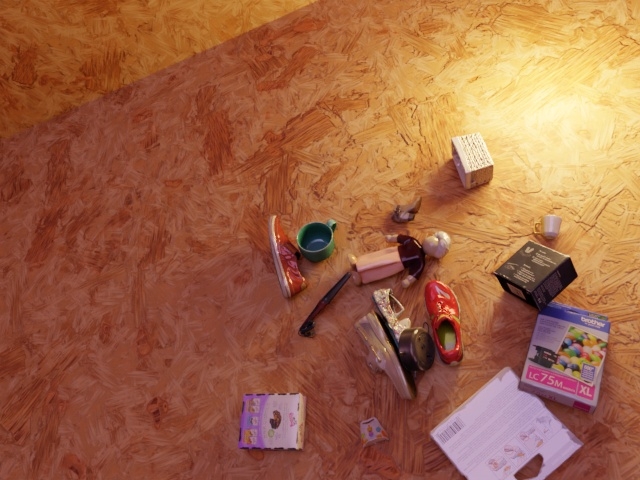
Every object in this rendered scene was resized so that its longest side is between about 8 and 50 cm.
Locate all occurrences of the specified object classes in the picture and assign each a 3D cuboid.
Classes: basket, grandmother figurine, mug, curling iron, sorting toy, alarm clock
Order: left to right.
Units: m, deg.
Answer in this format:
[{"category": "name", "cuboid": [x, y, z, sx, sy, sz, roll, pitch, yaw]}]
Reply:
[{"category": "mug", "cuboid": [-0.002, 0.008, 1.736, 0.157, 0.097, 0.129, -17, 56, -3]}, {"category": "curling iron", "cuboid": [0.020, 0.218, 1.629, 0.274, 0.035, 0.068, -53, 49, 2]}, {"category": "sorting toy", "cuboid": [0.150, 0.565, 1.432, 0.083, 0.045, 0.075, -24, 39, 5]}, {"category": "grandmother figurine", "cuboid": [0.272, 0.060, 1.620, 0.342, 0.104, 0.208, -20, 67, 11]}, {"category": "alarm clock", "cuboid": [0.301, 0.315, 1.459, 0.064, 0.129, 0.192, -19, 21, 37]}, {"category": "basket", "cuboid": [0.535, -0.284, 1.701, 0.103, 0.113, 0.167, -16, 60, 8]}, {"category": "mug", "cuboid": [0.731, -0.038, 1.543, 0.062, 0.078, 0.064, 14, 75, -10]}]

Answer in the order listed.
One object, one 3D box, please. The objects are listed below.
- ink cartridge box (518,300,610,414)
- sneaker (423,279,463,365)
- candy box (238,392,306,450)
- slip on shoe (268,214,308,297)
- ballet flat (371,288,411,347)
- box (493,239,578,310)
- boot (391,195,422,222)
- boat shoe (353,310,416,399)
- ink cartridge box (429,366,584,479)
[{"category": "ink cartridge box", "cuboid": [0.681, 0.297, 1.335, 0.186, 0.065, 0.311, 15, 54, 25]}, {"category": "sneaker", "cuboid": [0.382, 0.238, 1.472, 0.107, 0.118, 0.279, -15, 60, 11]}, {"category": "candy box", "cuboid": [-0.148, 0.568, 1.510, 0.196, 0.070, 0.165, -6, 61, 17]}, {"category": "slip on shoe", "cuboid": [-0.125, 0.051, 1.758, 0.101, 0.123, 0.331, -15, 61, -7]}, {"category": "ballet flat", "cuboid": [0.239, 0.248, 1.530, 0.077, 0.091, 0.241, -30, 57, 7]}, {"category": "box", "cuboid": [0.639, 0.101, 1.437, 0.158, 0.093, 0.156, -41, 28, -4]}, {"category": "boot", "cuboid": [0.306, -0.115, 1.735, 0.087, 0.042, 0.118, 12, 61, 33]}, {"category": "boat shoe", "cuboid": [0.195, 0.362, 1.485, 0.098, 0.109, 0.302, -33, 55, 10]}, {"category": "ink cartridge box", "cuboid": [0.493, 0.538, 1.306, 0.296, 0.066, 0.261, -39, 57, -3]}]
